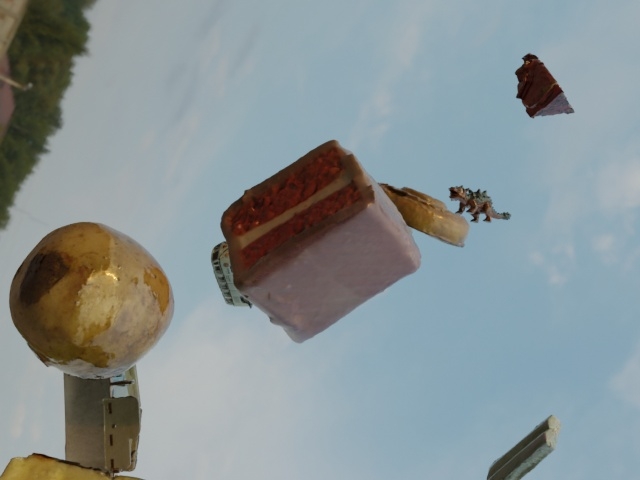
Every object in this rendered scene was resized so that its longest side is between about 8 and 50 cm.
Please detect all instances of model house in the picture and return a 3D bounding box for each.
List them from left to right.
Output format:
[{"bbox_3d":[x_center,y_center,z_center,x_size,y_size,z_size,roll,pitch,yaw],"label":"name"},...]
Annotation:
[{"bbox_3d":[-0.463,0.392,1.955,0.244,0.169,0.326,113,-27,-82],"label":"model house"}]

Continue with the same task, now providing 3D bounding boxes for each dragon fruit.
[{"bbox_3d":[0.332,-0.240,1.387,0.063,0.097,0.131,-35,-124,16],"label":"dragon fruit"}]

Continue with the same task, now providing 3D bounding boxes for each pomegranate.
[{"bbox_3d":[-0.392,0.106,1.527,0.281,0.281,0.281,-43,-147,37],"label":"pomegranate"}]

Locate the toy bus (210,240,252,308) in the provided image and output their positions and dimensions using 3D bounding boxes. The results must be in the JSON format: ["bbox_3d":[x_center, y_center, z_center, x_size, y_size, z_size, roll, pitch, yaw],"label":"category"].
[{"bbox_3d":[-0.216,0.081,2.220,0.089,0.194,0.087,-3,-135,11],"label":"toy bus"}]

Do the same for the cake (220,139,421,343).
[{"bbox_3d":[0.000,0.000,1.641,0.308,0.230,0.237,-31,-134,7],"label":"cake"}]

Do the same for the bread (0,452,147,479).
[{"bbox_3d":[-0.381,0.444,1.311,0.236,0.198,0.263,-15,-147,24],"label":"bread"}]

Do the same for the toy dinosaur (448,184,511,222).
[{"bbox_3d":[0.277,-0.060,1.562,0.049,0.154,0.055,-6,-111,53],"label":"toy dinosaur"}]

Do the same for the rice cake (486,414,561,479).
[{"bbox_3d":[0.417,0.454,1.856,0.226,0.040,0.085,-53,-176,34],"label":"rice cake"}]

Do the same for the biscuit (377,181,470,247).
[{"bbox_3d":[0.258,-0.077,2.349,0.102,0.296,0.296,-66,-155,7],"label":"biscuit"}]
